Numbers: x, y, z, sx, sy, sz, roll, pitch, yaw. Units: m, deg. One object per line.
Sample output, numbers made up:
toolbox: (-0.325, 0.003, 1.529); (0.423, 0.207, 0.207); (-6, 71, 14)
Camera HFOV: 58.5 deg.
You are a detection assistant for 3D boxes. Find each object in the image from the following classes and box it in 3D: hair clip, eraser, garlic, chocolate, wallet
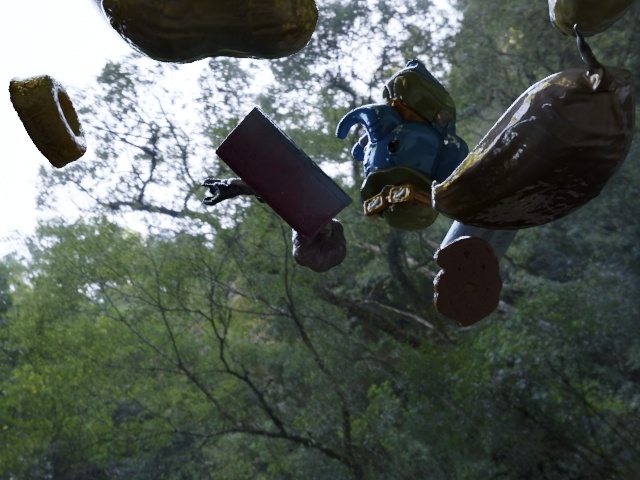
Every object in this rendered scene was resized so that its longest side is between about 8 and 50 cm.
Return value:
hair clip: (-0.151, -0.100, 1.148); (0.187, 0.146, 0.056); (-6, -85, -41)
eraser: (0.317, -0.067, 1.001); (0.174, 0.081, 0.227); (1, -58, -49)
garlic: (0.000, 0.000, 1.361); (0.147, 0.102, 0.159); (43, -136, -7)
chocolate: (-0.157, -0.324, 0.833); (0.309, 0.134, 0.134); (2, -66, -1)
wallet: (-0.066, -0.111, 0.998); (0.232, 0.025, 0.119); (44, -66, -10)
garlic: (0.183, -0.081, 0.459); (0.128, 0.091, 0.198); (-1, -27, -25)

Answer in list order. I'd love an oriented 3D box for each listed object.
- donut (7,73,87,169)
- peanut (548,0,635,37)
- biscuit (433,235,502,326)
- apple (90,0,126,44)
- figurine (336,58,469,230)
donut: (-0.421, -0.191, 0.899); (0.058, 0.152, 0.152); (-20, -54, -3)
peanut: (0.270, -0.333, 0.594); (0.137, 0.122, 0.253); (-29, -58, 20)
biscuit: (0.204, 0.058, 0.797); (0.102, 0.019, 0.131); (-11, -74, -7)
apple: (-0.278, -0.523, 1.112); (0.357, 0.357, 0.357); (-20, -58, -35)
figurine: (0.124, -0.139, 0.857); (0.179, 0.262, 0.154); (-17, -32, 16)
